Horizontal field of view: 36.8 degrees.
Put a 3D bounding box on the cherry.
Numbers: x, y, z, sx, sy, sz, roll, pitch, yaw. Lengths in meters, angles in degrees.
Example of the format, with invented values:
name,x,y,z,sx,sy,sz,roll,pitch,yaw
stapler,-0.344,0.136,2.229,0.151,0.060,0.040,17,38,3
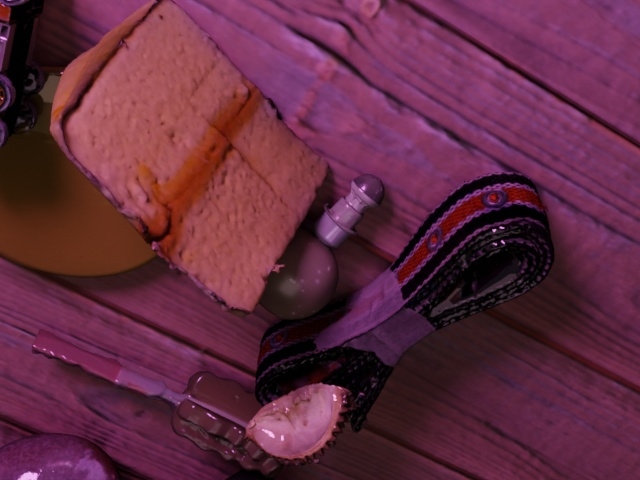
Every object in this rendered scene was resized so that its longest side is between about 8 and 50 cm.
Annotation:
name,x,y,z,sx,sy,sz,roll,pitch,yaw
cherry,-0.317,0.293,1.101,0.176,0.140,0.176,-11,120,-19

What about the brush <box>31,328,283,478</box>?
name,x,y,z,sx,sy,sz,roll,pitch,yaw
brush,-0.167,0.165,1.042,0.301,0.084,0.071,27,124,-8

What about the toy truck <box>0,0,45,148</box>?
name,x,y,z,sx,sy,sz,roll,pitch,yaw
toy truck,-0.279,-0.156,0.790,0.092,0.083,0.192,17,110,-1

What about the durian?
name,x,y,z,sx,sy,sz,roll,pitch,yaw
durian,-0.018,0.186,0.949,0.130,0.052,0.066,-29,111,25

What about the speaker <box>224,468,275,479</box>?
name,x,y,z,sx,sy,sz,roll,pitch,yaw
speaker,-0.185,0.414,1.090,0.329,0.198,0.259,-26,139,-34

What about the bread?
name,x,y,z,sx,sy,sz,roll,pitch,yaw
bread,-0.096,-0.062,0.796,0.135,0.178,0.240,-38,118,11

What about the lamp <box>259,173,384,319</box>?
name,x,y,z,sx,sy,sz,roll,pitch,yaw
lamp,0.000,0.000,0.916,0.091,0.091,0.163,37,105,-21

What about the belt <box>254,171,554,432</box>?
name,x,y,z,sx,sy,sz,roll,pitch,yaw
belt,0.075,0.069,0.946,0.126,0.094,0.359,36,119,-20

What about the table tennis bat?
name,x,y,z,sx,sy,sz,roll,pitch,yaw
table tennis bat,-0.301,-0.062,0.905,0.369,0.054,0.224,3,123,-3
